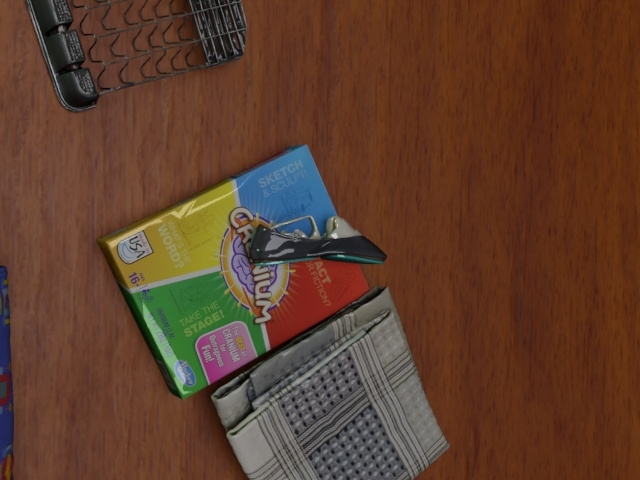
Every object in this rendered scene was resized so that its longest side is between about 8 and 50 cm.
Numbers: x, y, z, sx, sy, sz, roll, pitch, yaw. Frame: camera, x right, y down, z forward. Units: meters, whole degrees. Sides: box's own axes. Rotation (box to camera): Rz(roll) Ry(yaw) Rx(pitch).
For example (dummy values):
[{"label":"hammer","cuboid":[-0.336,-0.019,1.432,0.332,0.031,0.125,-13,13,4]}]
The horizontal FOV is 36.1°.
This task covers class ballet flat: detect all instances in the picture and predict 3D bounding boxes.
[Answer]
[{"label":"ballet flat","cuboid":[0.000,0.000,1.351,0.203,0.074,0.074,0,91,-22]}]

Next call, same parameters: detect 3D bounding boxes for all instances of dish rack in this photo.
[{"label":"dish rack","cuboid":[-0.238,-0.303,1.307,0.272,0.074,0.208,-20,101,-24]}]

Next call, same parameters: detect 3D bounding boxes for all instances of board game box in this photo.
[{"label":"board game box","cuboid":[-0.114,0.038,1.373,0.317,0.064,0.242,-29,103,-21]}]

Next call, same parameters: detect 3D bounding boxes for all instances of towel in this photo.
[{"label":"towel","cuboid":[0.029,0.268,1.415,0.312,0.056,0.324,-32,116,-19]}]

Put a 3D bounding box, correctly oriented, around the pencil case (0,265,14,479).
[{"label":"pencil case","cuboid":[-0.442,0.178,1.200,0.119,0.133,0.306,-6,96,-66]}]
